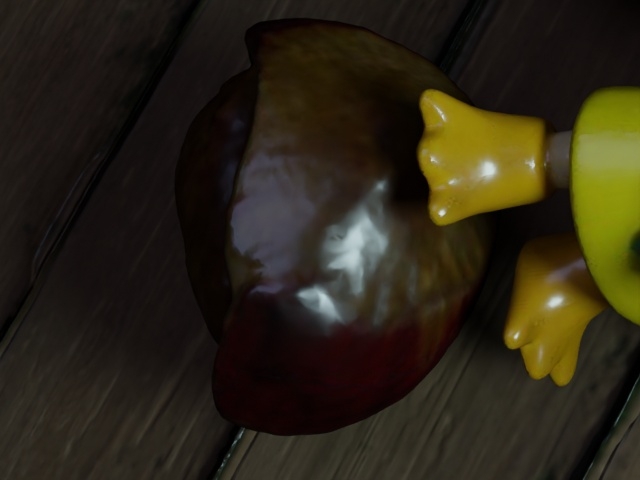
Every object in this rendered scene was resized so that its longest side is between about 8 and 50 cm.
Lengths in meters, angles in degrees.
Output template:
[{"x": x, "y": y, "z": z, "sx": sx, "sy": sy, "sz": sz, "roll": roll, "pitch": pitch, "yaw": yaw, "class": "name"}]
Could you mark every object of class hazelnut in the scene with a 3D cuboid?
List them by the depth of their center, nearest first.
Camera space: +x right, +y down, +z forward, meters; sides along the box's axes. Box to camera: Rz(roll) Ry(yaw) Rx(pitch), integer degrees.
[{"x": -0.002, "y": -0.004, "z": 0.816, "sx": 0.161, "sy": 0.170, "sz": 0.201, "roll": 11, "pitch": 61, "yaw": 36, "class": "hazelnut"}]

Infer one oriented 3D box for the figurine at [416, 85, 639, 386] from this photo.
[{"x": 0.220, "y": -0.038, "z": 0.676, "sx": 0.344, "sy": 0.215, "sz": 0.187, "roll": -13, "pitch": 56, "yaw": 27, "class": "figurine"}]
